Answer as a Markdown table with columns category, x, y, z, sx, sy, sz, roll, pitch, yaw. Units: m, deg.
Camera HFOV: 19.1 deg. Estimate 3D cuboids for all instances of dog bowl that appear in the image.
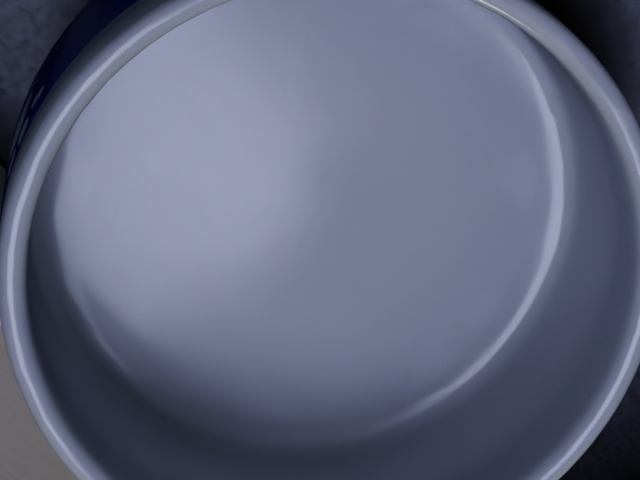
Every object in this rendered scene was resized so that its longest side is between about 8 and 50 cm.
| category | x | y | z | sx | sy | sz | roll | pitch | yaw |
| --- | --- | --- | --- | --- | --- | --- | --- | --- | --- |
| dog bowl | 0.000 | 0.000 | 0.786 | 0.264 | 0.104 | 0.265 | -3 | 110 | -8 |

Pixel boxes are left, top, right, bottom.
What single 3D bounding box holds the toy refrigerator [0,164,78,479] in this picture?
| category | x | y | z | sx | sy | sz | roll | pitch | yaw |
| --- | --- | --- | --- | --- | --- | --- | --- | --- | --- |
| toy refrigerator | -0.162 | 0.032 | 0.892 | 0.269 | 0.094 | 0.102 | 38 | 118 | -20 |
